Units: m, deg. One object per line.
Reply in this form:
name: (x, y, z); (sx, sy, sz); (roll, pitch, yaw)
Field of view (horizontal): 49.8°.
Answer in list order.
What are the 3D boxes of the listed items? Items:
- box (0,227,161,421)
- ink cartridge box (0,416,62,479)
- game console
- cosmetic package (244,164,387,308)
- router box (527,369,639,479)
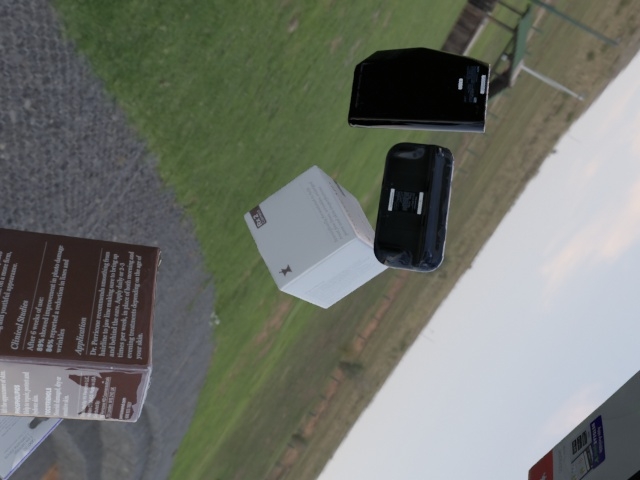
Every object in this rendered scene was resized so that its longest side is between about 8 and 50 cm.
box: (-0.393, 0.094, 0.813); (0.143, 0.382, 0.191); (116, -24, -43)
ink cartridge box: (-0.463, 0.209, 1.029); (0.206, 0.208, 0.045); (-48, 173, -15)
game console: (0.139, -0.132, 1.061); (0.044, 0.213, 0.361); (52, 45, -69)
cosmetic package: (0.000, 0.000, 1.147); (0.151, 0.151, 0.184); (-34, 155, 12)
router box: (0.284, 0.232, 0.552); (0.301, 0.082, 0.335); (-57, 177, 29)
